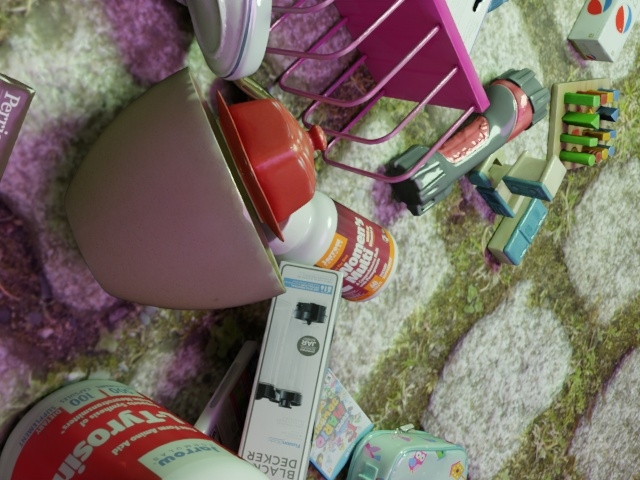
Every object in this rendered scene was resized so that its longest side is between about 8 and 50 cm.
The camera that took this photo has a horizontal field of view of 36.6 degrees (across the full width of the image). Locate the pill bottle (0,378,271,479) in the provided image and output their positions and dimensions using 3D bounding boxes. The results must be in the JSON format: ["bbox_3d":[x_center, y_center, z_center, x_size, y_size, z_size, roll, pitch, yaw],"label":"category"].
[{"bbox_3d":[-0.183,0.324,1.096,0.229,0.407,0.229,-13,111,-39],"label":"pill bottle"}]

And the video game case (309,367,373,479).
[{"bbox_3d":[0.011,0.291,1.526,0.119,0.015,0.166,-50,130,-19],"label":"video game case"}]

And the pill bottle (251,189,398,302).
[{"bbox_3d":[0.000,0.000,1.359,0.221,0.121,0.121,27,84,-43],"label":"pill bottle"}]

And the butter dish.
[{"bbox_3d":[-0.049,-0.110,1.216,0.118,0.160,0.160,-24,141,0],"label":"butter dish"}]

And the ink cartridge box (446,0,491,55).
[{"bbox_3d":[0.186,-0.405,1.457,0.208,0.045,0.206,26,84,-42],"label":"ink cartridge box"}]

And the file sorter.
[{"bbox_3d":[0.049,-0.246,1.278,0.182,0.202,0.291,-47,128,-20],"label":"file sorter"}]

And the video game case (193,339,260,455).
[{"bbox_3d":[-0.111,0.273,1.342,0.183,0.023,0.201,-59,145,-48],"label":"video game case"}]

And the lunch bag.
[{"bbox_3d":[0.123,0.446,1.608,0.224,0.108,0.279,12,94,-42],"label":"lunch bag"}]

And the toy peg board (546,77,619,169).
[{"bbox_3d":[0.499,-0.209,1.769,0.160,0.079,0.161,-12,111,-39],"label":"toy peg board"}]

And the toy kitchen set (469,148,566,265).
[{"bbox_3d":[0.347,-0.048,1.622,0.207,0.166,0.122,43,73,-40],"label":"toy kitchen set"}]

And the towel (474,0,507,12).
[{"bbox_3d":[0.292,-0.415,1.560,0.119,0.029,0.067,-36,124,-29],"label":"towel"}]

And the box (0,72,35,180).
[{"bbox_3d":[-0.421,-0.116,0.921,0.203,0.167,0.169,22,87,-43],"label":"box"}]

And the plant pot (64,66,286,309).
[{"bbox_3d":[-0.181,-0.032,1.122,0.190,0.284,0.284,-23,122,-1],"label":"plant pot"}]

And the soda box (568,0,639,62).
[{"bbox_3d":[0.531,-0.430,1.740,0.074,0.069,0.216,36,77,-41],"label":"soda box"}]

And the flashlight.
[{"bbox_3d":[0.233,-0.167,1.539,0.304,0.103,0.103,-34,149,-25],"label":"flashlight"}]

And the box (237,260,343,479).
[{"bbox_3d":[-0.039,0.192,1.293,0.169,0.087,0.290,91,10,-72],"label":"box"}]

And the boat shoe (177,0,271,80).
[{"bbox_3d":[-0.158,-0.362,1.105,0.156,0.135,0.367,-17,110,-38],"label":"boat shoe"}]

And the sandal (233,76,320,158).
[{"bbox_3d":[-0.064,-0.158,1.303,0.049,0.072,0.180,-42,134,2],"label":"sandal"}]
